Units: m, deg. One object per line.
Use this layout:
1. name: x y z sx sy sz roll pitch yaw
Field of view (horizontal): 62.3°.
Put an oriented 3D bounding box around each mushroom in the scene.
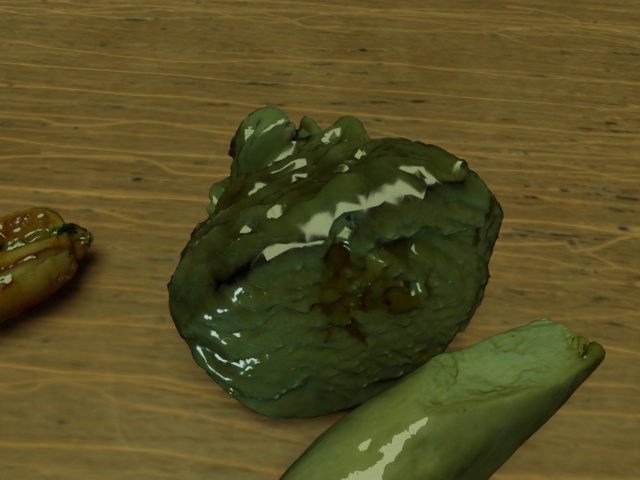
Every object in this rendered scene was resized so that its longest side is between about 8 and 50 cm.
1. mushroom: 0.078 0.147 0.386 0.333 0.107 0.087 -33 33 -18

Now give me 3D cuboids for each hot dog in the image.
1. hot dog: -0.316 0.046 0.448 0.250 0.076 0.104 -22 43 -19

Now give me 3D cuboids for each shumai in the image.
1. shumai: 0.001 0.001 0.449 0.255 0.189 0.218 -23 41 -7
